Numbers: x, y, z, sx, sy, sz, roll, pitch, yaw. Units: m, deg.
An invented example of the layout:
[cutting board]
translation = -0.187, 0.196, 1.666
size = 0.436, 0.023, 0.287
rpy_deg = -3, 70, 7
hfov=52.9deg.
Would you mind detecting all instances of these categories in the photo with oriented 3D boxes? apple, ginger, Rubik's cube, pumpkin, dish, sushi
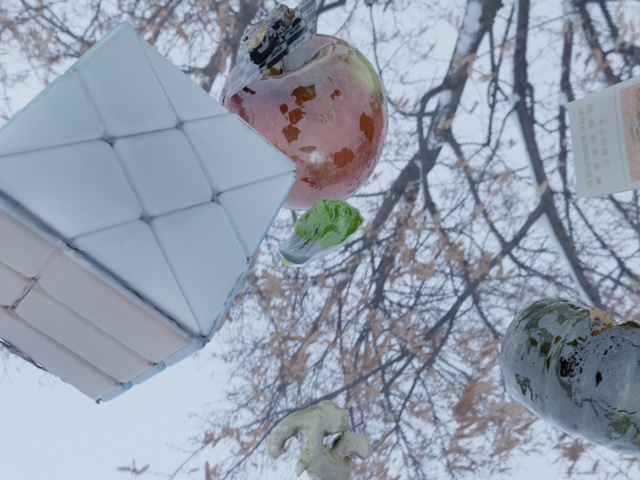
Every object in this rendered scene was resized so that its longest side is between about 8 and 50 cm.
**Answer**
[apple]
translation = -0.033, -0.231, 1.267
size = 0.348, 0.277, 0.348
rpy_deg = -11, -139, 10
[ginger]
translation = 0.031, 0.387, 1.121
size = 0.149, 0.065, 0.259
rpy_deg = -44, -73, -8
[Rubik's cube]
translation = -0.197, -0.015, 0.610
size = 0.221, 0.224, 0.231
rpy_deg = 40, -132, -17
[pumpkin]
translation = 0.429, 0.203, 0.974
size = 0.320, 0.320, 0.192
rpy_deg = 21, -90, 0
[dish]
translation = 0.000, 0.000, 0.927
size = 0.091, 0.039, 0.137
rpy_deg = 32, -117, 36
[sushi]
translation = -0.068, -0.259, 0.805
size = 0.031, 0.139, 0.201
rpy_deg = 49, -158, -27

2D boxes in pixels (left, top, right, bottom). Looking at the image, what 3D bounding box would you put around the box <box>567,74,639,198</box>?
[box]
translation = 0.603, -0.200, 1.172
size = 0.051, 0.365, 0.205
rpy_deg = -4, -93, -20
